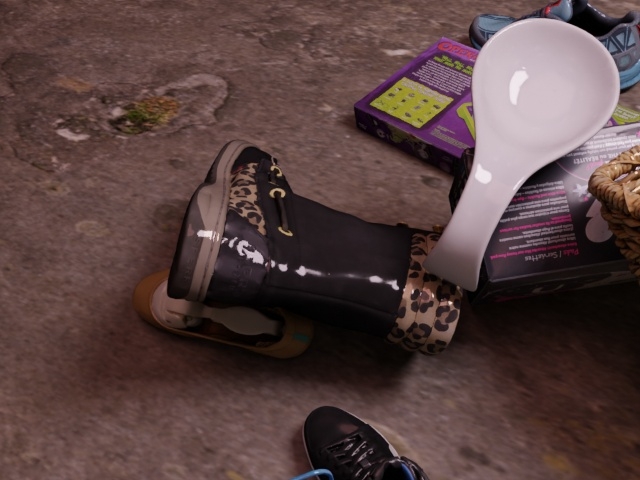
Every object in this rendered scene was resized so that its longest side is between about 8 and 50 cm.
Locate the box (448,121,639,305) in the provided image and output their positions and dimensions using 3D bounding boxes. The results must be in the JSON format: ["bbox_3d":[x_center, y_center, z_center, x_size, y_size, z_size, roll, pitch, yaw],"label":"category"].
[{"bbox_3d":[0.274,-0.024,0.847,0.247,0.163,0.142,-8,76,2],"label":"box"}]

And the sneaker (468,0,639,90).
[{"bbox_3d":[0.340,-0.308,1.153,0.261,0.125,0.104,19,52,26],"label":"sneaker"}]

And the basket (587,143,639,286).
[{"bbox_3d":[0.416,-0.030,0.648,0.299,0.213,0.223,-25,91,-14],"label":"basket"}]

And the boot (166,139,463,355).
[{"bbox_3d":[0.000,0.000,0.902,0.284,0.138,0.377,15,14,-2],"label":"boot"}]

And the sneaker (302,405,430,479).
[{"bbox_3d":[0.050,0.206,0.719,0.079,0.121,0.217,-27,48,-17],"label":"sneaker"}]

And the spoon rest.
[{"bbox_3d":[0.181,-0.090,0.743,0.137,0.084,0.276,25,78,10],"label":"spoon rest"}]

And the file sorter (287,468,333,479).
[{"bbox_3d":[-0.007,0.293,0.651,0.104,0.118,0.170,-19,46,-10],"label":"file sorter"}]

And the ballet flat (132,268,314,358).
[{"bbox_3d":[-0.121,0.075,0.897,0.232,0.073,0.080,10,84,18],"label":"ballet flat"}]

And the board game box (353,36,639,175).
[{"bbox_3d":[0.240,-0.159,1.087,0.346,0.056,0.208,33,64,34],"label":"board game box"}]
